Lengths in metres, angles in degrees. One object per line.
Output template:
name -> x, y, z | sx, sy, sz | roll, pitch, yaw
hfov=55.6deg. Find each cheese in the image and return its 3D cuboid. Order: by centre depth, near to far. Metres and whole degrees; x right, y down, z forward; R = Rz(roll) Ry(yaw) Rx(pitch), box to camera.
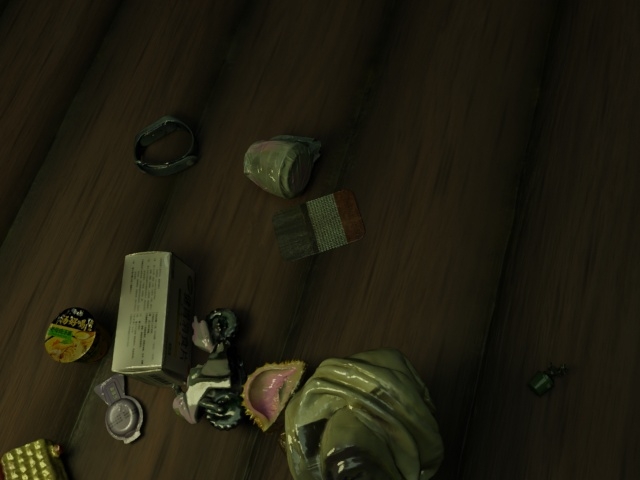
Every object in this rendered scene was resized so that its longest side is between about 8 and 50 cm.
cheese -> -0.533, 0.448, 1.620 | 0.105, 0.042, 0.191 | -31, 64, -3

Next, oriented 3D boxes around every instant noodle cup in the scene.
instant noodle cup -> -0.658, 0.273, 1.679 | 0.152, 0.122, 0.151 | -5, 67, 13

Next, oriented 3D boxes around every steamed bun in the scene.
steamed bun -> 0.081, 0.424, 1.254 | 0.347, 0.237, 0.394 | 22, 96, 9

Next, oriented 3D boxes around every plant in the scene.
plant -> 0.539, 0.320, 1.433 | 0.102, 0.051, 0.051 | -37, 65, -9

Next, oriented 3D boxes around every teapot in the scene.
teapot -> -0.118, -0.240, 1.751 | 0.178, 0.163, 0.221 | 20, 74, 27

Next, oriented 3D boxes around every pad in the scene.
pad -> 0.006, 0.015, 1.674 | 0.250, 0.055, 0.323 | -18, 48, 4

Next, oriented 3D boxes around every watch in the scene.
watch -> -0.490, -0.288, 1.906 | 0.206, 0.068, 0.193 | -29, 64, -3

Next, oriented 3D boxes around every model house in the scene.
model house -> -0.747, 0.635, 1.527 | 0.254, 0.160, 0.196 | -32, 64, -3

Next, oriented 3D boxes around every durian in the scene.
durian -> -0.103, 0.379, 1.484 | 0.132, 0.165, 0.182 | -16, 65, 48

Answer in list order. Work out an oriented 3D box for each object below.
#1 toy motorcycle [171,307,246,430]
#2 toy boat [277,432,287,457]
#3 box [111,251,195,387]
toy motorcycle -> -0.291, 0.333, 1.563 | 0.188, 0.143, 0.327 | -14, 58, 7
toy boat -> -0.053, 0.533, 1.478 | 0.049, 0.047, 0.149 | -41, 62, 9
box -> -0.436, 0.212, 1.625 | 0.145, 0.173, 0.332 | -7, 66, 12
